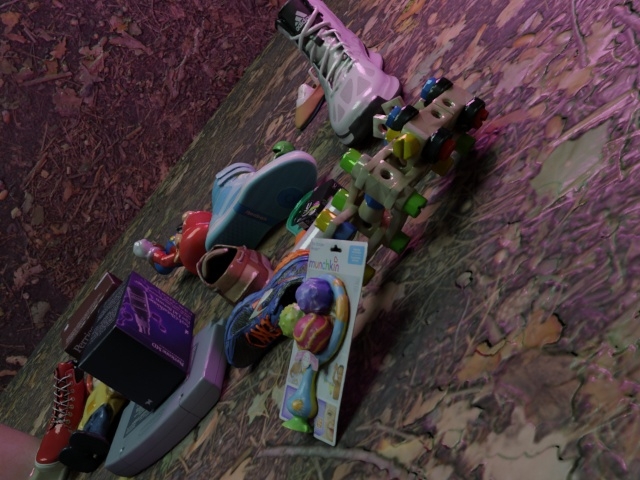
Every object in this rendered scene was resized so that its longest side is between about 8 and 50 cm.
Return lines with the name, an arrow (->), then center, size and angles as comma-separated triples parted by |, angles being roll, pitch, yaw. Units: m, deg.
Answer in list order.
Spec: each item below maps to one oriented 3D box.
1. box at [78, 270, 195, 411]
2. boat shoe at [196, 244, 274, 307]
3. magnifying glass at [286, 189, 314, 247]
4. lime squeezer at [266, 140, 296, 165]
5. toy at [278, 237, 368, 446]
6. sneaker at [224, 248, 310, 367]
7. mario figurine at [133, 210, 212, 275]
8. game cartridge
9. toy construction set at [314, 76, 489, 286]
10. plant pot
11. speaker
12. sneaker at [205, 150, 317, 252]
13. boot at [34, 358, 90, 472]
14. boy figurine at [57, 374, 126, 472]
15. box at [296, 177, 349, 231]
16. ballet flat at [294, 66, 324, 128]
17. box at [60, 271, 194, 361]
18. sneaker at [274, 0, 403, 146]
box -> -0.318, 0.175, 1.364 | 0.108, 0.153, 0.207 | -46, 21, 15
boat shoe -> -0.166, 0.053, 1.436 | 0.123, 0.116, 0.324 | -55, 19, -7
magnifying glass -> -0.032, -0.021, 1.401 | 0.092, 0.026, 0.231 | -43, 22, 24
lime squeezer -> -0.098, -0.169, 1.764 | 0.110, 0.058, 0.310 | -47, 21, 15
toy -> -0.015, 0.114, 0.932 | 0.136, 0.056, 0.238 | 5, 88, 59
sneaker -> -0.072, 0.112, 1.183 | 0.221, 0.083, 0.087 | -53, 28, 11
mario figurine -> -0.312, -0.011, 1.808 | 0.198, 0.170, 0.320 | -58, 18, -22
game cartridge -> -0.266, 0.285, 1.357 | 0.297, 0.062, 0.198 | -43, 26, 25
toy construction set -> 0.118, -0.105, 1.059 | 0.328, 0.151, 0.215 | -62, -5, -45
plant pot -> -0.774, 0.525, 1.707 | 0.334, 0.305, 0.334 | -45, 20, 21
speaker -> 0.000, 0.000, 1.247 | 0.136, 0.055, 0.055 | -53, 19, -1
sneaker -> -0.133, -0.120, 1.600 | 0.319, 0.127, 0.208 | -40, 37, 29
boot -> -0.570, 0.372, 1.682 | 0.244, 0.088, 0.176 | -84, -8, -66
boy figurine -> -0.472, 0.353, 1.647 | 0.177, 0.092, 0.285 | -54, 20, 23
box -> 0.008, -0.054, 1.327 | 0.062, 0.052, 0.083 | -22, 35, 55
ballet flat -> -0.014, -0.386, 1.924 | 0.232, 0.073, 0.080 | -57, 19, -11
box -> -0.402, 0.196, 1.593 | 0.169, 0.203, 0.167 | -55, 20, -7
sneaker -> 0.007, -0.356, 1.545 | 0.169, 0.257, 0.448 | -46, 21, 18
